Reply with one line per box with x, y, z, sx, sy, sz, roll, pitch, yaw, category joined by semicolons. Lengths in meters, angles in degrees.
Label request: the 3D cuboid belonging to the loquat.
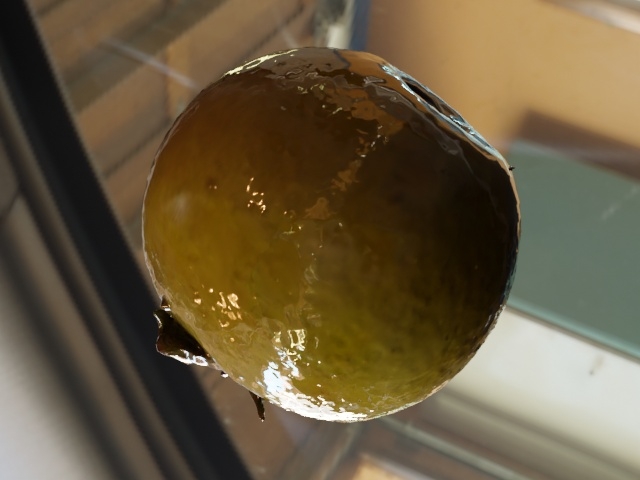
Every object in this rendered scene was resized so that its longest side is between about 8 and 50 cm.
0.000;0.000;1.004;0.275;0.274;0.275;-53;-25;-37;loquat
